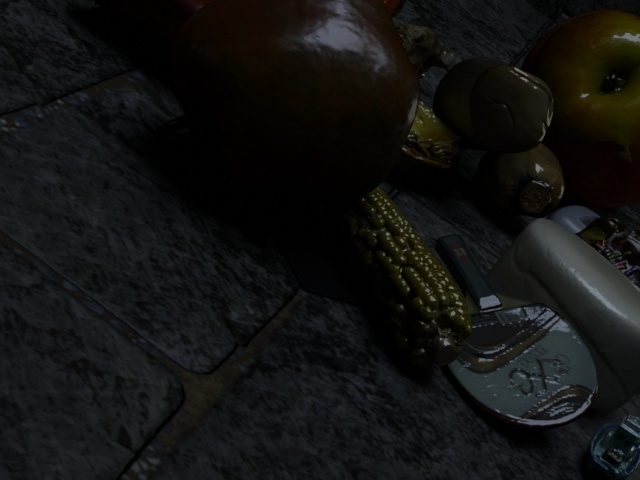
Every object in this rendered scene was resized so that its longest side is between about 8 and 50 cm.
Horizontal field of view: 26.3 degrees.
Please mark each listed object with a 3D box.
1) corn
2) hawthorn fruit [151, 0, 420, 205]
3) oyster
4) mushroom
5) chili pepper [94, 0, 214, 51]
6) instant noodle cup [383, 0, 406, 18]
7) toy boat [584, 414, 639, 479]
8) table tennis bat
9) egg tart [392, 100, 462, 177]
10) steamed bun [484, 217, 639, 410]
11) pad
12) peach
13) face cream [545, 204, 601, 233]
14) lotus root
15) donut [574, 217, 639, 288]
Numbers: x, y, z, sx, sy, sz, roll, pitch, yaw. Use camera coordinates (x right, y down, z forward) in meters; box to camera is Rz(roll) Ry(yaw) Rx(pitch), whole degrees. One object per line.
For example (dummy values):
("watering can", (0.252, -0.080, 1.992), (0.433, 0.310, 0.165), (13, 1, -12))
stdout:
("corn", (0.083, 0.028, 1.554), (0.097, 0.097, 0.320), (19, 25, -34))
("hawthorn fruit", (-0.049, -0.167, 1.539), (0.300, 0.268, 0.268), (-14, 46, -25))
("oyster", (0.072, -0.337, 2.276), (0.204, 0.111, 0.396), (41, 26, 22))
("mushroom", (0.248, -0.206, 2.071), (0.407, 0.154, 0.138), (-91, 157, -82))
("chili pepper", (-0.132, -0.294, 1.803), (0.305, 0.229, 0.251), (48, -7, 1))
("instant noodle cup", (0.000, -0.345, 2.010), (0.213, 0.213, 0.174), (34, 61, -4))
("toy boat", (0.337, 0.232, 1.546), (0.059, 0.066, 0.140), (36, 21, 13))
("table tennis bat", (0.207, 0.101, 1.576), (0.173, 0.022, 0.301), (-8, 45, -18))
("egg tart", (0.107, -0.161, 1.982), (0.212, 0.090, 0.213), (31, 20, -13))
("steamed bun", (0.306, 0.088, 1.682), (0.164, 0.146, 0.242), (12, 31, -50))
("pad", (0.000, 0.000, 1.615), (0.163, 0.004, 0.243), (18, 28, -36))
("peach", (0.496, -0.213, 2.355), (0.370, 0.370, 0.370), (29, 23, -14))
("face cream", (0.476, 0.079, 2.032), (0.337, 0.080, 0.163), (47, 24, 26))
("lotus root", (0.303, -0.102, 2.101), (0.125, 0.118, 0.221), (19, 21, -15))
("donut", (0.424, 0.065, 1.850), (0.216, 0.096, 0.230), (57, -4, 5))
